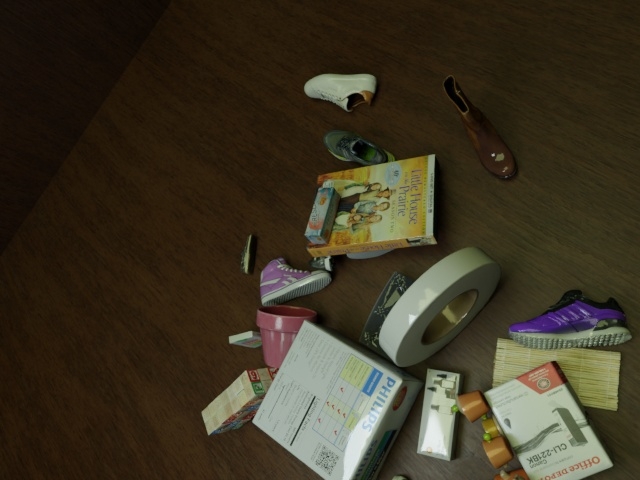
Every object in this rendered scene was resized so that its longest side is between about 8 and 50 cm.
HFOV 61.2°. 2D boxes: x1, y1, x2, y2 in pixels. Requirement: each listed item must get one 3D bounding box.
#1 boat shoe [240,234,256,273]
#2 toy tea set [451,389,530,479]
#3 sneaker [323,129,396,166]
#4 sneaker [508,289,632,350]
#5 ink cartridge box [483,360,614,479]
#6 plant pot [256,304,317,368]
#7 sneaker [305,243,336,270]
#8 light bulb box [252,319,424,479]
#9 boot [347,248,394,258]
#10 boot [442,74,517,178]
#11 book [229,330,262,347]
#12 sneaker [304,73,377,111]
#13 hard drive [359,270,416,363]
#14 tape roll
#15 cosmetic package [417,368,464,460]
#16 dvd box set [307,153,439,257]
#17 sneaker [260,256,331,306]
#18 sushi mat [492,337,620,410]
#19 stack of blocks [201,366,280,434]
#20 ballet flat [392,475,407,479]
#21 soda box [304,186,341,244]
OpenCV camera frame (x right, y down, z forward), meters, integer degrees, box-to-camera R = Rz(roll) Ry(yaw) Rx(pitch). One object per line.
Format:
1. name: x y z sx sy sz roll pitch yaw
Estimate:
1. boat shoe: -0.277 0.051 2.042 0.049 0.056 0.152 0 75 24
2. toy tea set: 0.440 0.557 1.406 0.124 0.200 0.336 -32 59 16
3. sneaker: 0.122 -0.327 1.893 0.300 0.121 0.111 28 90 33
4. sneaker: 0.652 0.207 1.447 0.293 0.102 0.146 -6 61 17
5. ink cartridge box: 0.580 0.474 1.385 0.197 0.114 0.272 -34 67 19
6. plant pot: -0.116 0.321 1.803 0.201 0.201 0.180 6 94 31
7. sneaker: 0.000 0.000 1.864 0.106 0.078 0.234 -6 59 16
8. light bulb box: 0.055 0.485 1.624 0.361 0.225 0.357 27 88 32
9. boot: 0.201 -0.030 1.788 0.258 0.095 0.123 -18 60 15
10. boot: 0.476 -0.332 1.601 0.096 0.280 0.264 -25 64 21
11. book: -0.234 0.340 1.878 0.096 0.144 0.035 -19 67 24
12. sneaker: 0.061 -0.541 2.001 0.290 0.106 0.123 3 74 29
13. hard drive: 0.246 0.243 1.691 0.172 0.054 0.254 27 89 32
14. tape roll: 0.327 0.186 1.468 0.392 0.392 0.072 -49 58 8
15. cosmetic package: 0.345 0.496 1.555 0.099 0.060 0.239 2 76 31
16. dvd box set: 0.171 -0.109 1.752 0.421 0.062 0.307 -6 59 26
17. sneaker: -0.099 0.116 1.899 0.282 0.102 0.161 -19 63 23
18. sushi mat: 0.628 0.356 1.463 0.317 0.019 0.151 2 77 30
19. stack of blocks: -0.244 0.534 1.807 0.297 0.171 0.087 -45 57 31
20. ballet flat: 0.219 0.765 1.559 0.052 0.057 0.168 -8 65 57
21. soda box: 0.009 -0.080 1.744 0.058 0.063 0.183 1 62 30
